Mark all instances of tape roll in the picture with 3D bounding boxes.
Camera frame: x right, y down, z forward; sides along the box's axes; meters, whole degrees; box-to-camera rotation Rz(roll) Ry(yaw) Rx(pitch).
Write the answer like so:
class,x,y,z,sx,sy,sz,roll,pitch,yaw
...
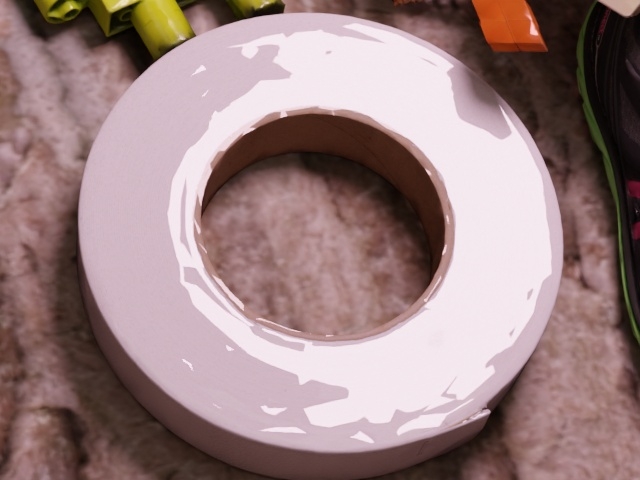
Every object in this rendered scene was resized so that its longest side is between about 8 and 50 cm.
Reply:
class,x,y,z,sx,sy,sz,roll,pitch,yaw
tape roll,0.000,0.000,1.526,0.392,0.072,0.392,4,64,-7

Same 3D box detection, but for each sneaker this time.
class,x,y,z,sx,sy,sz,roll,pitch,yaw
sneaker,0.327,-0.036,1.517,0.185,0.202,0.483,-14,66,-14

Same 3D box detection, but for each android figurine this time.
class,x,y,z,sx,sy,sz,roll,pitch,yaw
android figurine,-0.150,-0.279,1.650,0.248,0.056,0.273,-27,71,-19

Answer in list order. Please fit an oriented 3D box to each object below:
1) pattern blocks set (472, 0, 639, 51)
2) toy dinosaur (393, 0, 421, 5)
class,x,y,z,sx,sy,sz,roll,pitch,yaw
pattern blocks set,0.222,-0.269,1.537,0.285,0.026,0.325,-44,61,2
toy dinosaur,0.198,-0.315,1.643,0.322,0.164,0.218,-24,60,-12
